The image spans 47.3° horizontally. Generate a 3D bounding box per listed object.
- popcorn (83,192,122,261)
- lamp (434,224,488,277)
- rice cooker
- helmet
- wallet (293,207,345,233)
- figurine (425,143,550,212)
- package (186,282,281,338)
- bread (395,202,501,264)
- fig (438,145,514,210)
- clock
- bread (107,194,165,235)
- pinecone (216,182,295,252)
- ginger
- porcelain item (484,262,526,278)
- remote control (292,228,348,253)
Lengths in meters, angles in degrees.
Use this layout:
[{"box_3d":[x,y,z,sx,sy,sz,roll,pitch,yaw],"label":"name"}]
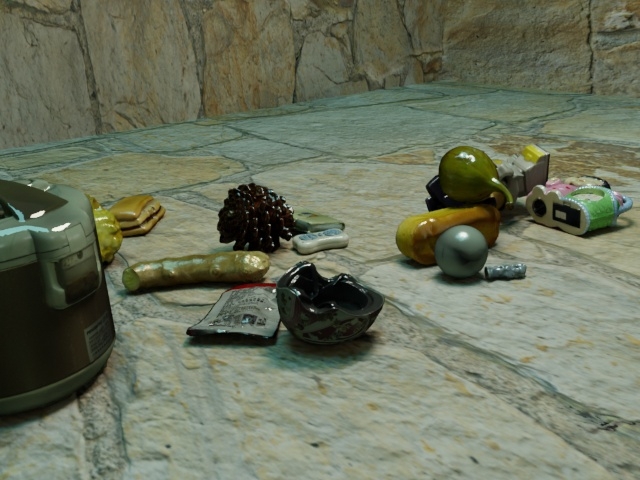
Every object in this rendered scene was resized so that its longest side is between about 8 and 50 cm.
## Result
[{"box_3d":[-0.536,-0.015,1.615,0.198,0.155,0.197,4,29,-2],"label":"popcorn"},{"box_3d":[0.274,0.022,1.420,0.105,0.105,0.105,-3,19,1],"label":"lamp"},{"box_3d":[-0.485,0.066,1.102,0.335,0.325,0.335,-3,19,1],"label":"rice cooker"},{"box_3d":[0.006,0.118,1.202,0.177,0.107,0.153,18,18,3],"label":"helmet"},{"box_3d":[-0.030,-0.043,1.757,0.110,0.039,0.155,-4,15,-36],"label":"wallet"},{"box_3d":[0.396,-0.128,1.750,0.309,0.308,0.143,-16,66,-31],"label":"figurine"},{"box_3d":[-0.132,0.122,1.320,0.154,0.030,0.239,-1,19,11],"label":"package"},{"box_3d":[0.276,-0.017,1.546,0.246,0.102,0.094,-13,15,-29],"label":"bread"},{"box_3d":[0.341,-0.121,1.528,0.124,0.124,0.236,-12,27,-23],"label":"fig"},{"box_3d":[0.608,-0.087,1.687,0.196,0.100,0.194,-18,27,-29],"label":"clock"},{"box_3d":[-0.481,-0.068,1.885,0.116,0.077,0.200,-10,18,7],"label":"bread"},{"box_3d":[-0.132,-0.043,1.626,0.165,0.162,0.163,8,8,-40],"label":"pinecone"},{"box_3d":[-0.249,0.059,1.474,0.299,0.065,0.118,-4,6,-5],"label":"ginger"},{"box_3d":[0.359,0.059,1.411,0.083,0.028,0.036,-6,17,-9],"label":"porcelain item"},{"box_3d":[0.000,0.000,1.645,0.122,0.032,0.074,-12,21,-20],"label":"remote control"}]
